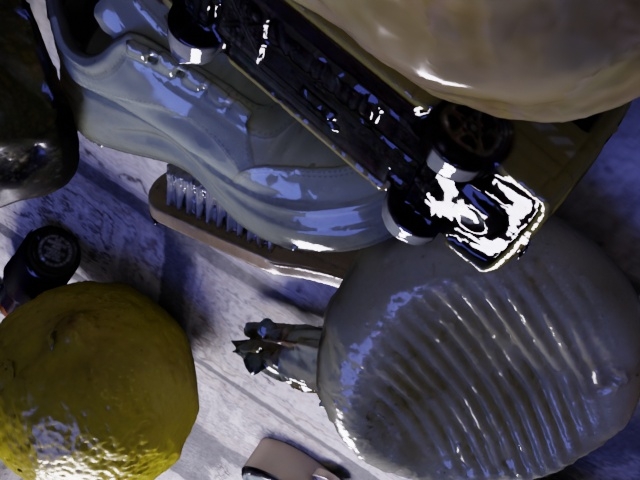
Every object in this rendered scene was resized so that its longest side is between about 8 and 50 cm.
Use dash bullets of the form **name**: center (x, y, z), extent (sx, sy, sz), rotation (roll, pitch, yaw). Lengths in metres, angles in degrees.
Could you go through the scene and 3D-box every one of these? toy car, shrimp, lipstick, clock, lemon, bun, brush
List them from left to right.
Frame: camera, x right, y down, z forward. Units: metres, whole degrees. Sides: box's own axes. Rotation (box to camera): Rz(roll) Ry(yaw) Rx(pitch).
- **lipstick**: center (-0.386, 0.053, 1.245), extent (0.081, 0.081, 0.299), rotation (41, 152, -10)
- **lemon**: center (-0.280, 0.189, 1.147), extent (0.268, 0.268, 0.322), rotation (27, 155, 15)
- **clock**: center (-0.040, 0.359, 1.356), extent (0.155, 0.063, 0.229), rotation (46, 152, -17)
- **brush**: center (0.000, 0.000, 0.754), extent (0.327, 0.070, 0.065), rotation (24, 140, 18)
- **toy car**: center (0.031, -0.105, 0.489), extent (0.256, 0.124, 0.101), rotation (41, 155, 8)
- **shrimp**: center (0.063, 0.159, 0.925), extent (0.360, 0.085, 0.247), rotation (16, 153, 27)
- **bun**: center (0.100, 0.061, 0.627), extent (0.230, 0.133, 0.231), rotation (-3, 126, -4)

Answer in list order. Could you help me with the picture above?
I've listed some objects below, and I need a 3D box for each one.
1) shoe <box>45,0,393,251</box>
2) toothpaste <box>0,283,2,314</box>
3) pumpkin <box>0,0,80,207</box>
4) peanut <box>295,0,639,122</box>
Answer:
- **shoe**: center (-0.071, -0.113, 0.591), extent (0.316, 0.124, 0.159), rotation (21, 147, 32)
- **toothpaste**: center (-0.549, 0.075, 1.499), extent (0.268, 0.047, 0.069), rotation (32, 134, 2)
- **pumpkin**: center (-0.318, -0.144, 0.615), extent (0.242, 0.232, 0.325), rotation (-10, 110, 59)
- **peanut**: center (0.006, -0.176, 0.363), extent (0.340, 0.158, 0.174), rotation (32, 156, 8)
